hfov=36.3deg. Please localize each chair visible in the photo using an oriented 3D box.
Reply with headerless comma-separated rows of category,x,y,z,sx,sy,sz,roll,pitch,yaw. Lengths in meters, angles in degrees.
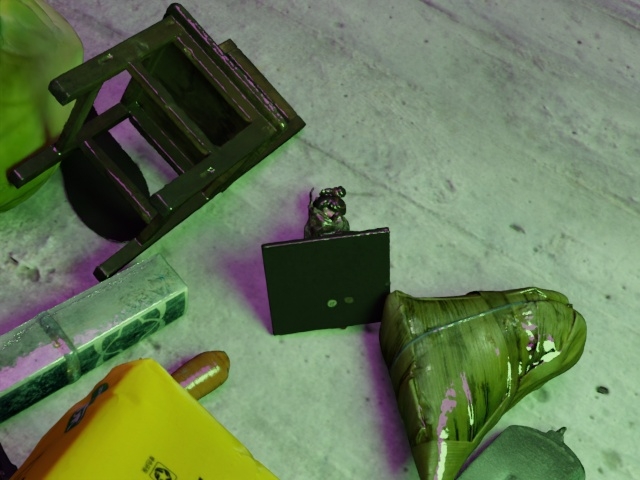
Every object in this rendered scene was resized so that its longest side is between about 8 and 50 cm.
chair,-0.151,-0.165,1.232,0.203,0.240,0.416,47,53,0

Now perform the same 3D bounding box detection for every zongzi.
zongzi,0.210,0.175,1.130,0.250,0.125,0.274,-6,43,-6

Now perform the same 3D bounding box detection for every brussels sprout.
brussels sprout,-0.473,-0.189,1.244,0.268,0.344,0.344,10,47,34

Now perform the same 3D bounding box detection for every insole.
insole,-0.323,-0.118,1.366,0.109,0.007,0.322,-20,58,-24

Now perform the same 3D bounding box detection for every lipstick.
lipstick,-0.289,0.114,1.150,0.289,0.077,0.076,-32,63,-29

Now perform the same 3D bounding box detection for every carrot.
carrot,-0.197,0.192,1.130,0.216,0.048,0.048,-30,62,-21

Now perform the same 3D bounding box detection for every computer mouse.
computer mouse,0.213,0.285,1.104,0.113,0.068,0.229,31,42,33

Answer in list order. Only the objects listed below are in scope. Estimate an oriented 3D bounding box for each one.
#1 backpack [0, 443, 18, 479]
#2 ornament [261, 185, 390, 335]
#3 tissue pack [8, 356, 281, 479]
backpack,-0.384,0.289,0.981,0.206,0.133,0.258,-20,52,-12
ornament,0.000,0.000,1.253,0.153,0.166,0.196,-6,40,-4
tissue pack,-0.169,0.323,0.787,0.293,0.228,0.382,45,25,-7
